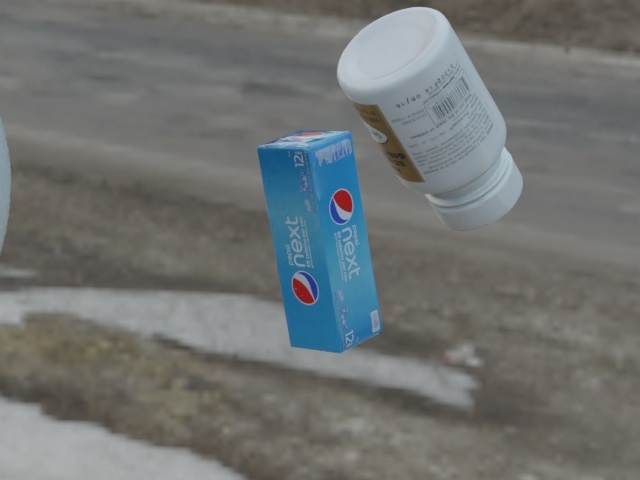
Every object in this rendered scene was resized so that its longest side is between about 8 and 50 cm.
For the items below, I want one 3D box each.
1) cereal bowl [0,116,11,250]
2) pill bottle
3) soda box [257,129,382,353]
[{"bbox_3d":[-0.402,-0.068,1.815,0.141,0.339,0.339,-9,20,-41],"label":"cereal bowl"},{"bbox_3d":[0.123,-0.124,1.991,0.131,0.229,0.131,-22,36,17],"label":"pill bottle"},{"bbox_3d":[0.000,0.000,1.838,0.071,0.210,0.067,5,20,42],"label":"soda box"}]
